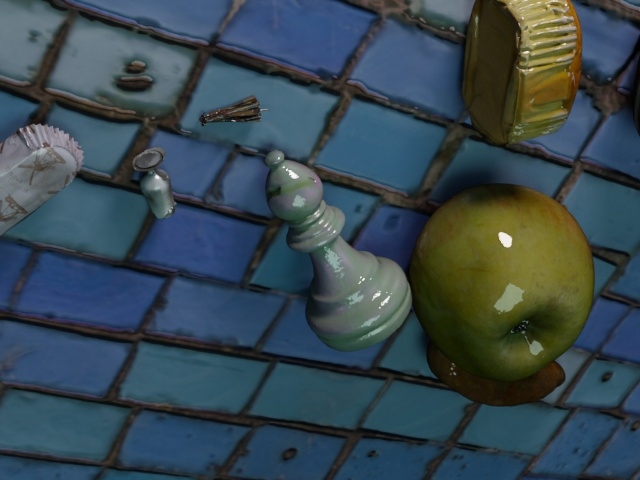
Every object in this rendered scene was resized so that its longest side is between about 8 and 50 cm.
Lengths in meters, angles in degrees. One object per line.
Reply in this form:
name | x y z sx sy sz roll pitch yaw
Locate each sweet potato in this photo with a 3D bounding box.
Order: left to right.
sweet potato | 0.256 0.193 1.772 0.292 0.097 0.097 21 115 -39

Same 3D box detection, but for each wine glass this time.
wine glass | -0.187 -0.065 1.413 0.039 0.042 0.083 6 137 20

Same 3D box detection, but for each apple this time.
apple | 0.235 0.054 1.583 0.261 0.194 0.260 -11 129 -13

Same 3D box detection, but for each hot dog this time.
hot dog | -0.347 -0.055 1.340 0.192 0.053 0.099 -38 130 12

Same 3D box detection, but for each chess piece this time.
chess piece | 0.000 0.000 1.500 0.139 0.139 0.271 -31 121 1

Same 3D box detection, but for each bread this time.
bread | 0.238 -0.207 1.422 0.114 0.132 0.190 -16 133 -14

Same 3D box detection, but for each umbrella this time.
umbrella | -0.098 -0.145 1.401 0.083 0.020 0.031 -8 128 -11

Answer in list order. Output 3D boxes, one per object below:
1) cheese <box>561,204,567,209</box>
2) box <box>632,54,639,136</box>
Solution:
cheese | 0.323 -0.004 1.693 0.047 0.017 0.111 -20 131 -11
box | 0.587 -0.233 1.567 0.404 0.108 0.263 -11 130 -16
